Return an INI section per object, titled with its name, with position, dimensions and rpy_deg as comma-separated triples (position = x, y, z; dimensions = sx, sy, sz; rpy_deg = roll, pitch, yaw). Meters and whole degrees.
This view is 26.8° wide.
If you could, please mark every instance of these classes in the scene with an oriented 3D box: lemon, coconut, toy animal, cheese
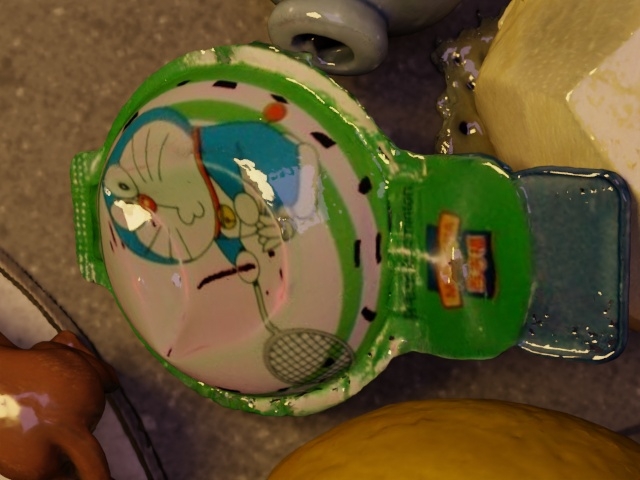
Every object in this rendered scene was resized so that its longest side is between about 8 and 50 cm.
[lemon]
position = 0.076, 0.190, 0.655
dimensions = 0.263, 0.236, 0.236
rpy_deg = 27, 80, -11
[coconut]
position = 0.191, -0.061, 0.702
dimensions = 0.236, 0.197, 0.237
rpy_deg = 1, 86, -7
[toy animal]
position = -0.203, 0.062, 0.681
dimensions = 0.312, 0.157, 0.097
rpy_deg = 27, 81, -1
[cheese]
position = 0.000, 0.000, 0.688
dimensions = 0.320, 0.083, 0.204
rpy_deg = 6, 106, 29

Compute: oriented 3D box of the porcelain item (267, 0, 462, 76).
[porcelain item]
position = 0.036, -0.218, 0.757
dimensions = 0.141, 0.141, 0.259
rpy_deg = 18, 72, -3

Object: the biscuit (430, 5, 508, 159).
[biscuit]
position = 0.151, -0.088, 0.808
dimensions = 0.203, 0.016, 0.144
rpy_deg = -27, 87, -9
